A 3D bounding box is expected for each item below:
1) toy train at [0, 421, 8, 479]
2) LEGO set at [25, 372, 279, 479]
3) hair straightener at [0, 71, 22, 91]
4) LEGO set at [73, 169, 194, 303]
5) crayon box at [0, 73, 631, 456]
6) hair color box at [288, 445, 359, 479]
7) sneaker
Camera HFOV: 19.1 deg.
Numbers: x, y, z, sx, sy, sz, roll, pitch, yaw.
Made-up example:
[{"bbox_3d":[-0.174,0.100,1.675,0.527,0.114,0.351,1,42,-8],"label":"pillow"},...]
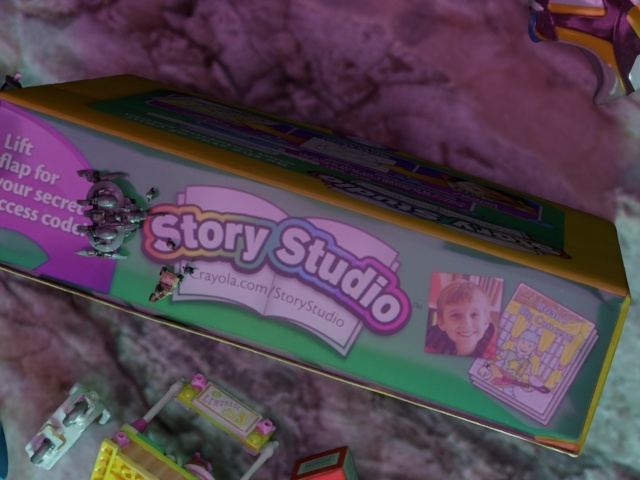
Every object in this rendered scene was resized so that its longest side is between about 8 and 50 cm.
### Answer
[{"bbox_3d":[-0.301,0.173,1.273,0.143,0.248,0.105,-15,96,5],"label":"toy train"},{"bbox_3d":[-0.067,0.199,1.337,0.287,0.107,0.132,49,136,-5],"label":"LEGO set"},{"bbox_3d":[-0.248,-0.107,1.333,0.089,0.047,0.230,-19,91,10],"label":"hair straightener"},{"bbox_3d":[-0.104,-0.005,1.012,0.083,0.023,0.054,34,100,3],"label":"LEGO set"},{"bbox_3d":[0.000,0.000,1.171,0.362,0.313,0.106,17,100,5],"label":"crayon box"},{"bbox_3d":[0.018,0.221,1.323,0.043,0.072,0.141,-17,95,6],"label":"hair color box"},{"bbox_3d":[0.157,-0.176,1.250,0.084,0.069,0.185,-39,90,10],"label":"sneaker"}]
